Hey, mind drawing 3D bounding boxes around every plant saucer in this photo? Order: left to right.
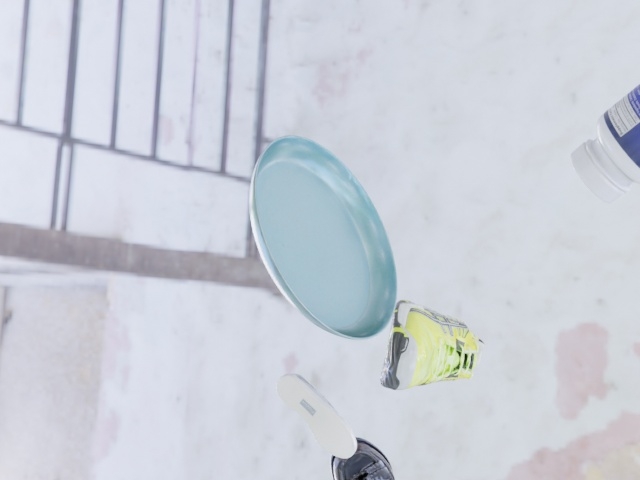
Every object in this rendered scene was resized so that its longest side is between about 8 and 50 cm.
[{"bbox_3d":[0.000,0.000,1.590,0.044,0.317,0.318,-27,157,32],"label":"plant saucer"}]

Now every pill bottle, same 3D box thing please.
[{"bbox_3d":[0.407,-0.133,1.356,0.187,0.112,0.112,-42,148,28],"label":"pill bottle"}]

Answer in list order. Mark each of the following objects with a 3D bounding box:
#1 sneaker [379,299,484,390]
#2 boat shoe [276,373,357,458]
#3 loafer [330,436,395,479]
[{"bbox_3d":[0.200,0.182,1.909,0.147,0.145,0.385,15,-171,14],"label":"sneaker"},{"bbox_3d":[-0.002,0.306,1.938,0.184,0.066,0.063,39,-163,13],"label":"boat shoe"},{"bbox_3d":[0.108,0.482,2.021,0.109,0.302,0.095,-30,-142,-9],"label":"loafer"}]
